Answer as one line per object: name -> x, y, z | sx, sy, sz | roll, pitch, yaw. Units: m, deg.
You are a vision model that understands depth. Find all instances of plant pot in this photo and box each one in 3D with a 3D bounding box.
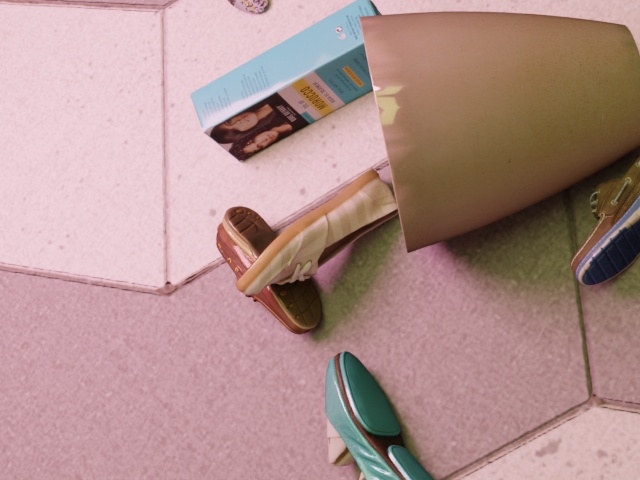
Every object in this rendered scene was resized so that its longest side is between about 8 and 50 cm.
plant pot -> 0.199, -0.140, 1.580 | 0.274, 0.256, 0.256 | -12, 64, 3

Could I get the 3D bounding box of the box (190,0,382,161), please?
box -> -0.023, -0.189, 1.769 | 0.244, 0.100, 0.060 | -28, 61, 14

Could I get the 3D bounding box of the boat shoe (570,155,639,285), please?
boat shoe -> 0.320, -0.031, 1.569 | 0.183, 0.066, 0.066 | -45, 53, -8

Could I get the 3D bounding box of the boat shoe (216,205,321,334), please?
boat shoe -> -0.062, 0.042, 1.727 | 0.178, 0.064, 0.060 | 53, 131, 23

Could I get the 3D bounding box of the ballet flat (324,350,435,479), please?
ballet flat -> 0.054, 0.231, 1.582 | 0.087, 0.083, 0.247 | -47, 55, 19

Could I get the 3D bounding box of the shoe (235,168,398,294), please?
shoe -> 0.000, 0.000, 1.671 | 0.219, 0.076, 0.058 | -37, 83, -22

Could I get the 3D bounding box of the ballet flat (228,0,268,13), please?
ballet flat -> -0.114, -0.327, 1.903 | 0.041, 0.041, 0.114 | -50, 58, 1
